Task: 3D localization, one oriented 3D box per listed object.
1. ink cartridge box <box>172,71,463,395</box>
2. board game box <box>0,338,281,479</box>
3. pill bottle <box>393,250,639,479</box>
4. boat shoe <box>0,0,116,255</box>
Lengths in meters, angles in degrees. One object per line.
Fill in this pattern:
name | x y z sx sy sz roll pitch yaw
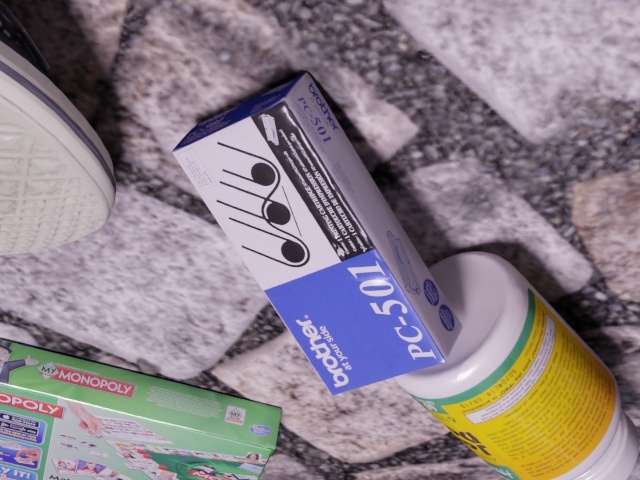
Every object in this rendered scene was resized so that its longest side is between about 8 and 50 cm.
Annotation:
ink cartridge box | 0.000 0.000 0.879 0.097 0.046 0.207 -21 111 32
board game box | -0.213 0.184 1.198 0.317 0.046 0.213 15 139 -7
pill bottle | 0.149 0.110 0.980 0.118 0.117 0.208 -21 132 32
boat shoe | -0.277 -0.141 0.744 0.187 0.156 0.500 -17 146 22
